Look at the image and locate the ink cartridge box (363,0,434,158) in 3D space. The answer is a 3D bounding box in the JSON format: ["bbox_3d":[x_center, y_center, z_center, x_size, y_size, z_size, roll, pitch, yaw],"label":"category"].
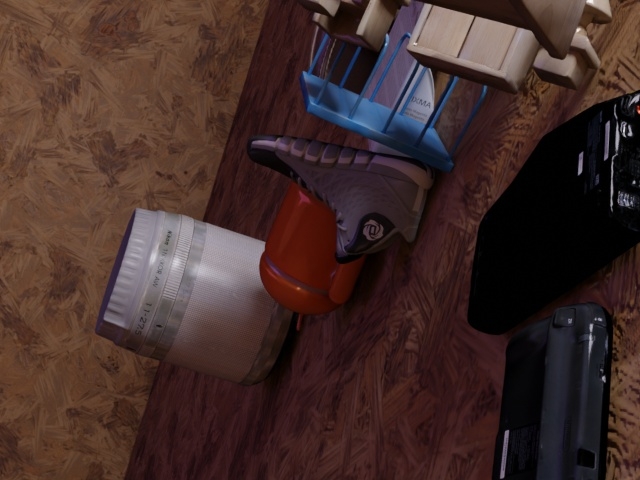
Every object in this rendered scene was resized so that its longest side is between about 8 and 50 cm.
[{"bbox_3d":[0.119,-0.228,1.271,0.189,0.066,0.232,-91,25,-56],"label":"ink cartridge box"}]

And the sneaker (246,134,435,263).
[{"bbox_3d":[0.009,-0.043,1.179,0.086,0.228,0.132,0,-79,-66],"label":"sneaker"}]

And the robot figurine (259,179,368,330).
[{"bbox_3d":[0.000,-0.001,1.304,0.128,0.158,0.219,-25,-38,-62],"label":"robot figurine"}]

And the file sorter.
[{"bbox_3d":[0.078,-0.168,1.124,0.104,0.170,0.118,-62,16,21],"label":"file sorter"}]

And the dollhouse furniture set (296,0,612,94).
[{"bbox_3d":[0.080,-0.270,0.830,0.355,0.303,0.174,26,-93,-60],"label":"dollhouse furniture set"}]

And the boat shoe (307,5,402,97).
[{"bbox_3d":[0.082,-0.322,1.427,0.342,0.123,0.123,-61,14,16],"label":"boat shoe"}]

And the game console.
[{"bbox_3d":[0.161,0.075,0.744,0.213,0.044,0.361,129,156,-60],"label":"game console"}]

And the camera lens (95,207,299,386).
[{"bbox_3d":[-0.177,0.086,1.574,0.219,0.274,0.219,-162,90,-77],"label":"camera lens"}]
